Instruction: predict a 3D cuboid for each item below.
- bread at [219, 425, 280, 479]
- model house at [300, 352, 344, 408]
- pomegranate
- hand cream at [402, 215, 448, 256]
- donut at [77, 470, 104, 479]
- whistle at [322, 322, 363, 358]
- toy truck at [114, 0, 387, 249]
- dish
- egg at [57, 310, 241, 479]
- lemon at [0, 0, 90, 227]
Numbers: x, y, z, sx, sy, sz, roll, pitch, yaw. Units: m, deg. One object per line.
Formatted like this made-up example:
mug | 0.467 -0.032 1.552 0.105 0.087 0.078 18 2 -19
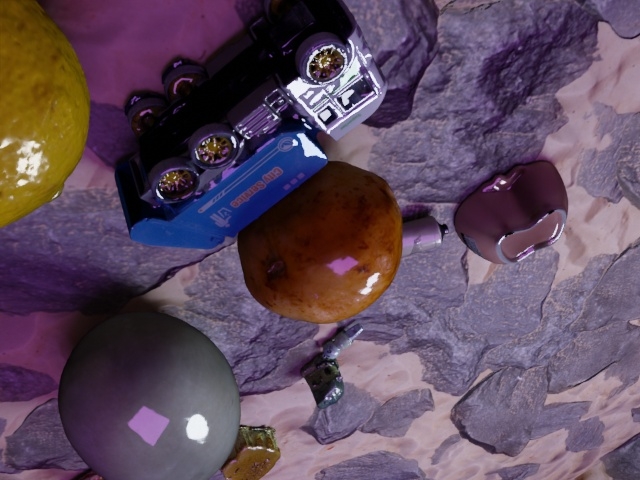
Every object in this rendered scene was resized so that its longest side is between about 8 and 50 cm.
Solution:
bread | -0.162 0.462 1.430 0.128 0.069 0.140 22 119 -38
model house | 0.010 0.279 1.320 0.079 0.083 0.066 -37 135 13
pomegranate | 0.000 0.000 0.935 0.249 0.248 0.248 -14 137 -14
hand cream | 0.127 0.004 1.132 0.186 0.054 0.087 -16 133 -1
donut | -0.413 0.508 1.355 0.117 0.065 0.166 -41 138 17
whistle | 0.041 0.196 1.289 0.100 0.035 0.035 -41 136 13
toy truck | -0.095 -0.139 0.808 0.367 0.146 0.175 -36 144 14
dish | 0.351 -0.031 1.172 0.214 0.090 0.213 -14 137 -13
egg | -0.258 0.256 1.038 0.259 0.258 0.352 -19 138 -8
lemon | -0.352 -0.143 0.604 0.245 0.245 0.319 -30 133 4
